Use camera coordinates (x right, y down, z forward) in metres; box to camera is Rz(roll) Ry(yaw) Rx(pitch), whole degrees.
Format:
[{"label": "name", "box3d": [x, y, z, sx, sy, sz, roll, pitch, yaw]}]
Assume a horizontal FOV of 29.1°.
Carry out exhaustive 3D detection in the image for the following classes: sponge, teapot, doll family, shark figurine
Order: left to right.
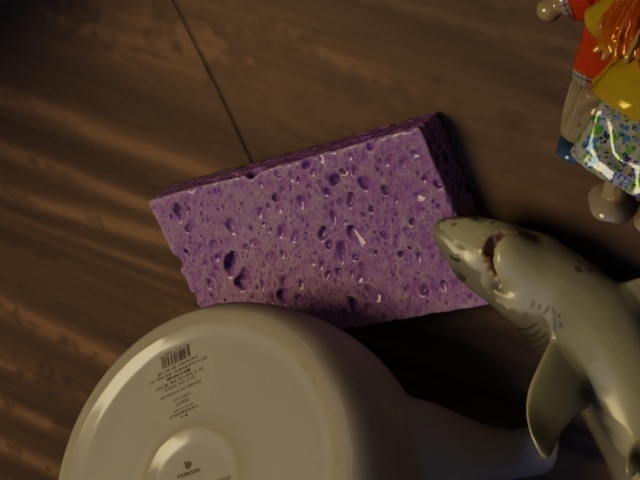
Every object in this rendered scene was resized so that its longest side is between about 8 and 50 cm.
[{"label": "teapot", "box3d": [-0.029, 0.170, 0.769, 0.256, 0.187, 0.252, 24, 86, 37]}, {"label": "sponge", "box3d": [0.000, 0.000, 0.778, 0.210, 0.031, 0.117, -12, 108, 33]}, {"label": "shark figurine", "box3d": [0.159, 0.120, 0.697, 0.166, 0.116, 0.278, -5, 74, -6]}, {"label": "doll family", "box3d": [0.216, -0.071, 0.568, 0.263, 0.118, 0.163, 18, 124, 18]}]
